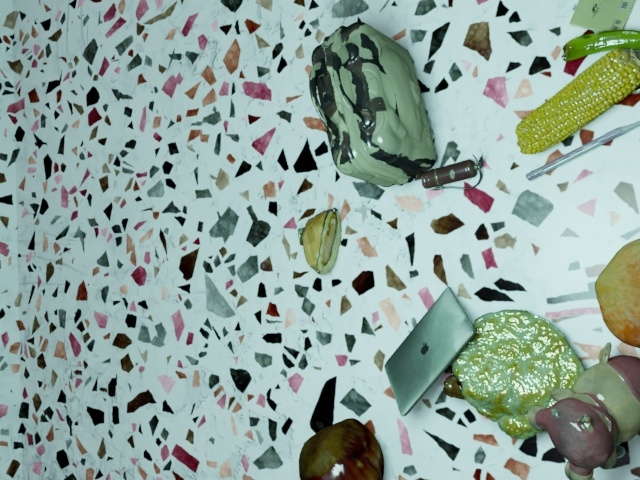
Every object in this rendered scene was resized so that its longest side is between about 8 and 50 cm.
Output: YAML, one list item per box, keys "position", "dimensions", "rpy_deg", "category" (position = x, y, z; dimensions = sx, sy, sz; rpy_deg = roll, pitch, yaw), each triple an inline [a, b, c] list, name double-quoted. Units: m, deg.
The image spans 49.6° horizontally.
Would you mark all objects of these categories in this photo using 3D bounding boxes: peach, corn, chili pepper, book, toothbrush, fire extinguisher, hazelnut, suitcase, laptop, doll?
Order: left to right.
- position: [0.058, 0.552, 1.655]
  dimensions: [0.229, 0.229, 0.230]
  rpy_deg: [-2, 87, 34]
  category: "hazelnut"
- position: [0.114, -0.308, 1.564]
  dimensions: [0.194, 0.339, 0.352]
  rpy_deg: [-21, 72, 32]
  category: "suitcase"
- position: [0.244, 0.252, 1.592]
  dimensions: [0.269, 0.015, 0.188]
  rpy_deg: [-55, 24, 20]
  category: "laptop"
- position: [0.314, -0.150, 1.611]
  dimensions: [0.157, 0.045, 0.078]
  rpy_deg: [-14, 108, 32]
  category: "fire extinguisher"
- position: [0.533, -0.282, 1.438]
  dimensions: [0.293, 0.106, 0.106]
  rpy_deg: [-37, 68, 30]
  category: "corn"
- position: [0.589, -0.477, 1.453]
  dimensions: [0.111, 0.014, 0.077]
  rpy_deg: [27, 101, 31]
  category: "book"
- position: [0.542, 0.332, 1.333]
  dimensions: [0.152, 0.256, 0.196]
  rpy_deg: [13, 131, 63]
  category: "doll"
- position: [0.587, -0.216, 1.437]
  dimensions: [0.354, 0.024, 0.029]
  rpy_deg: [-29, 67, 29]
  category: "toothbrush"
- position: [0.593, -0.405, 1.425]
  dimensions: [0.201, 0.050, 0.052]
  rpy_deg: [4, 90, 34]
  category: "chili pepper"
- position: [0.616, 0.096, 1.284]
  dimensions: [0.232, 0.232, 0.233]
  rpy_deg: [-2, 87, 34]
  category: "peach"

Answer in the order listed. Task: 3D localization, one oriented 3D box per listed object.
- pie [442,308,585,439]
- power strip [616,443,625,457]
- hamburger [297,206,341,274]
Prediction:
- position: [0.414, 0.278, 1.487]
  dimensions: [0.274, 0.105, 0.257]
  rpy_deg: [31, 96, 31]
  category: "pie"
- position: [0.592, 0.400, 1.408]
  dimensions: [0.055, 0.035, 0.083]
  rpy_deg: [-36, 56, 27]
  category: "power strip"
- position: [-0.004, -0.006, 1.797]
  dimensions: [0.102, 0.087, 0.176]
  rpy_deg: [16, 104, 45]
  category: "hamburger"
